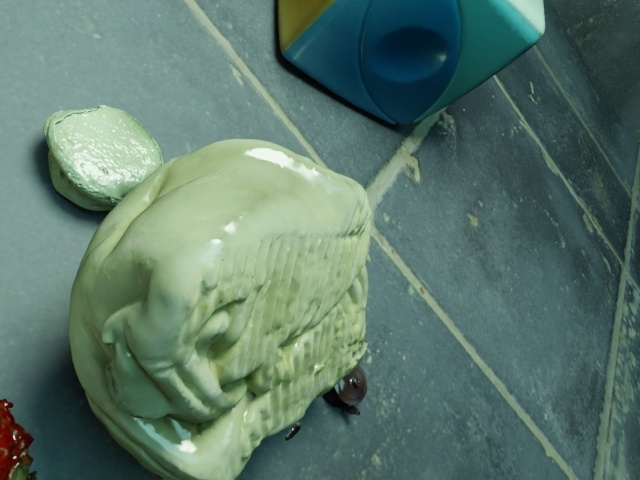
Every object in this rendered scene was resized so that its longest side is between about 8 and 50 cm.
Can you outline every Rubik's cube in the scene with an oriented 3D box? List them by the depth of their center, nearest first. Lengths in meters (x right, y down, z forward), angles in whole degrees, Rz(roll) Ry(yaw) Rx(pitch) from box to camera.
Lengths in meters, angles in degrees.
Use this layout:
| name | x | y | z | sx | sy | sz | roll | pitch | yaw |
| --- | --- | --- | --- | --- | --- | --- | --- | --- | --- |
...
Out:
| name | x | y | z | sx | sy | sz | roll | pitch | yaw |
| --- | --- | --- | --- | --- | --- | --- | --- | --- | --- |
| Rubik's cube | 0.150 | -0.462 | 0.956 | 0.352 | 0.352 | 0.347 | 18 | 61 | -33 |

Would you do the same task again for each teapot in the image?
| name | x | y | z | sx | sy | sz | roll | pitch | yaw |
| --- | --- | --- | --- | --- | --- | --- | --- | --- | --- |
| teapot | 0.038 | 0.204 | 0.779 | 0.068 | 0.045 | 0.100 | -1 | 73 | -43 |

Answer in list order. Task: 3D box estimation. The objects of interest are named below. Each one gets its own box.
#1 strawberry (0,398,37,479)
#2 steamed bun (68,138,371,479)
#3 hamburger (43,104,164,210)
| name | x | y | z | sx | sy | sz | roll | pitch | yaw |
| --- | --- | --- | --- | --- | --- | --- | --- | --- | --- |
| strawberry | -0.334 | 0.174 | 0.419 | 0.236 | 0.107 | 0.175 | 31 | 53 | -28 |
| steamed bun | -0.108 | 0.061 | 0.582 | 0.346 | 0.237 | 0.394 | -60 | 150 | -11 |
| hamburger | -0.253 | -0.098 | 0.642 | 0.140 | 0.062 | 0.133 | -11 | 78 | -41 |
